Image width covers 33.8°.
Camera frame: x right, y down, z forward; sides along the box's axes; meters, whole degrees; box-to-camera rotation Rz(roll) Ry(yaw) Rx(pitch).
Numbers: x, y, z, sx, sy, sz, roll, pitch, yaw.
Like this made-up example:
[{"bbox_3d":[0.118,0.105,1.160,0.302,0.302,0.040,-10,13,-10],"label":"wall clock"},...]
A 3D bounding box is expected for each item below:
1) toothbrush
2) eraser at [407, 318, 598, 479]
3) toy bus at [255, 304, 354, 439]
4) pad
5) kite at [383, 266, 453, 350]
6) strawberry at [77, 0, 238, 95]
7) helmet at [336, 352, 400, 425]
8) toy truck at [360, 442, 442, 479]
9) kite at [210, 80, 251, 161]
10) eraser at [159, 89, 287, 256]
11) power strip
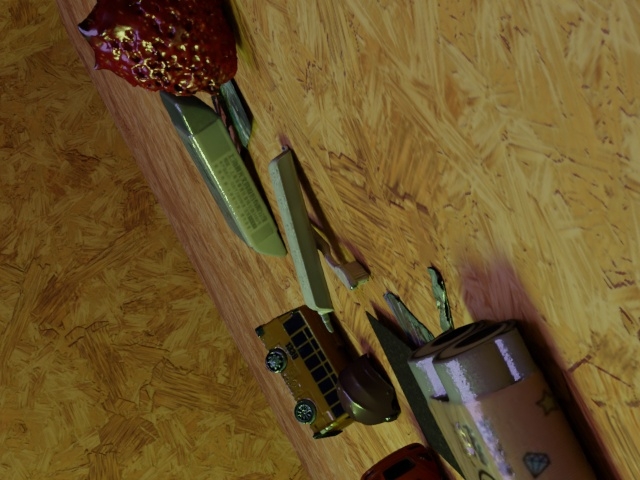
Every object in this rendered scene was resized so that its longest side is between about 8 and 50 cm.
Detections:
[{"bbox_3d":[0.000,0.000,1.409,0.307,0.029,0.025,-134,24,-62],"label":"toothbrush"},{"bbox_3d":[0.186,0.215,0.916,0.291,0.087,0.171,62,165,-1],"label":"eraser"},{"bbox_3d":[-0.006,0.197,1.642,0.201,0.114,0.098,59,-163,18],"label":"toy bus"},{"bbox_3d":[0.150,0.216,1.241,0.220,0.004,0.330,64,170,-20],"label":"pad"},{"bbox_3d":[0.144,0.145,1.123,0.335,0.011,0.314,47,161,52],"label":"kite"},{"bbox_3d":[-0.187,-0.264,1.308,0.201,0.184,0.187,35,170,-14],"label":"strawberry"},{"bbox_3d":[0.063,0.225,1.520,0.098,0.070,0.123,53,164,39],"label":"helmet"},{"bbox_3d":[0.153,0.408,1.443,0.253,0.107,0.114,66,168,-22],"label":"toy truck"},{"bbox_3d":[-0.146,-0.201,1.629,0.169,0.015,0.310,62,168,9],"label":"kite"},{"bbox_3d":[-0.151,-0.102,1.671,0.089,0.061,0.352,40,161,50],"label":"eraser"},{"bbox_3d":[-0.024,0.001,1.379,0.060,0.027,0.253,177,78,-76],"label":"power strip"}]
